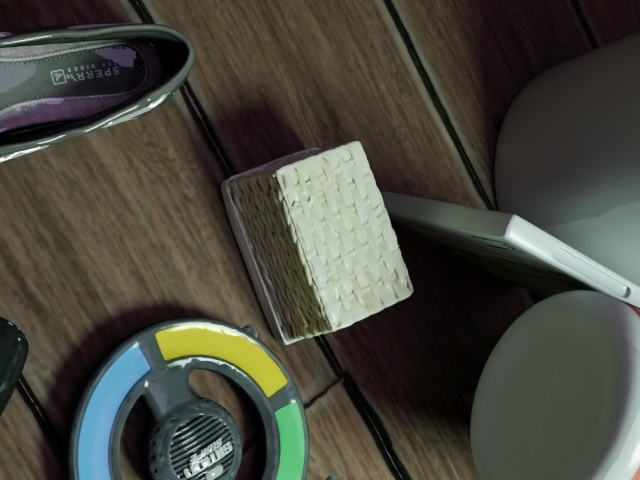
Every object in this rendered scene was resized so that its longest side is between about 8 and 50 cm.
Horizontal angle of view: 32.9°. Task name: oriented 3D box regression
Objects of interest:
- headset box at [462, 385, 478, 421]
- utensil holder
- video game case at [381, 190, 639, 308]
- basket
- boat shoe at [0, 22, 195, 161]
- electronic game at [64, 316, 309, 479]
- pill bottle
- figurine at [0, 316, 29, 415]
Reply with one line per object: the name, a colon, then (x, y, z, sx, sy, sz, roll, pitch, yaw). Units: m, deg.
headset box: (0.291, 0.230, 1.144, 0.218, 0.110, 0.293, -19, 93, -32)
utensil holder: (0.420, -0.083, 1.113, 0.327, 0.385, 0.328, 5, 80, -32)
video game case: (0.188, 0.014, 1.044, 0.206, 0.227, 0.026, 27, 85, -27)
basket: (0.000, 0.000, 0.995, 0.113, 0.103, 0.167, -23, 96, -32)
boat shoe: (-0.253, -0.118, 0.852, 0.335, 0.095, 0.112, -20, 94, -34)
electronic game: (-0.108, 0.180, 0.930, 0.229, 0.048, 0.229, 6, 79, -33)
pill bottle: (0.334, 0.196, 0.987, 0.362, 0.210, 0.210, 23, 71, -27)
figurine: (-0.325, 0.129, 0.733, 0.214, 0.092, 0.210, 26, 50, -27)
